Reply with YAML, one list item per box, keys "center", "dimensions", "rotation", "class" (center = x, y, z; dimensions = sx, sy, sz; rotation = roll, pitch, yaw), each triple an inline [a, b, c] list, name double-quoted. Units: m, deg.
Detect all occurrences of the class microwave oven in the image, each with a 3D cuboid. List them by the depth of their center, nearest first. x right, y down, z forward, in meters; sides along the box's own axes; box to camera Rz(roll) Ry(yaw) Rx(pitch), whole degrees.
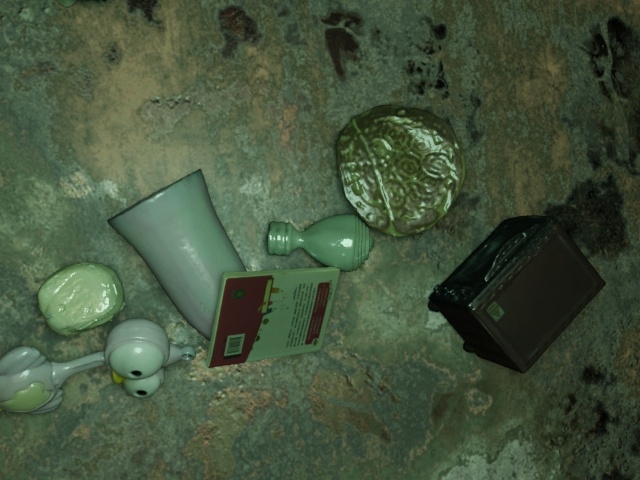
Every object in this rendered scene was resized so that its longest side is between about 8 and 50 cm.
- center: [0.351, 0.087, 1.170]
  dimensions: [0.247, 0.178, 0.188]
  rotation: [-45, 98, -11]
  class: "microwave oven"

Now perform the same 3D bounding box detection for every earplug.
- center: [-0.201, 0.053, 1.058]
  dimensions: [0.172, 0.172, 0.301]
  rotation: [-31, 102, -13]
  class: "earplug"

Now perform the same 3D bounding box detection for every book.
- center: [-0.074, 0.124, 1.052]
  dimensions: [0.231, 0.022, 0.162]
  rotation: [-2, 113, -40]
  class: "book"

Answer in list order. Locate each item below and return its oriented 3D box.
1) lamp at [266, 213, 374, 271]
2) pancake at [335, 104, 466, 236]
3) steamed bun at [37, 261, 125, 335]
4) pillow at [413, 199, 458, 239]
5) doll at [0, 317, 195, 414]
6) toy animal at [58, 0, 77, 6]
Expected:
- center: [0.000, 0.000, 1.135]
  dimensions: [0.192, 0.106, 0.106]
  rotation: [5, 87, -3]
  class: "lamp"
- center: [0.150, -0.134, 1.165]
  dimensions: [0.250, 0.031, 0.250]
  rotation: [1, 83, -6]
  class: "pancake"
- center: [-0.388, 0.092, 1.037]
  dimensions: [0.129, 0.091, 0.113]
  rotation: [-25, 86, -12]
  class: "steamed bun"
- center: [0.176, -0.109, 1.203]
  dimensions: [0.118, 0.043, 0.185]
  rotation: [-37, 96, -8]
  class: "pillow"
- center: [-0.384, 0.209, 1.015]
  dimensions: [0.365, 0.094, 0.160]
  rotation: [-9, 133, -10]
  class: "doll"
- center: [-0.488, -0.469, 1.016]
  dimensions: [0.307, 0.188, 0.266]
  rotation: [-35, 75, -1]
  class: "toy animal"
